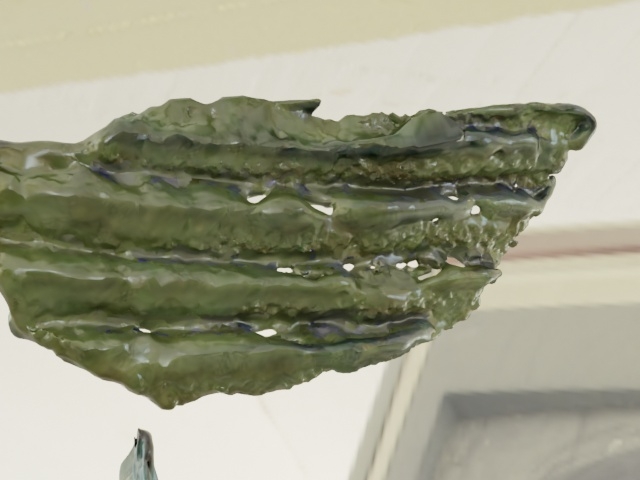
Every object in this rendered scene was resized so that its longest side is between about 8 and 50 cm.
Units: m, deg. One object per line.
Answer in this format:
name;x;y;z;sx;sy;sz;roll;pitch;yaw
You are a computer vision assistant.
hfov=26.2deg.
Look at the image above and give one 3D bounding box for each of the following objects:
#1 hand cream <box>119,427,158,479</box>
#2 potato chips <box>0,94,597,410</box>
hand cream;-0.070;0.203;0.631;0.048;0.224;0.083;-6;-21;-16
potato chips;0.000;0.000;0.422;0.208;0.092;0.028;-4;-6;-25
